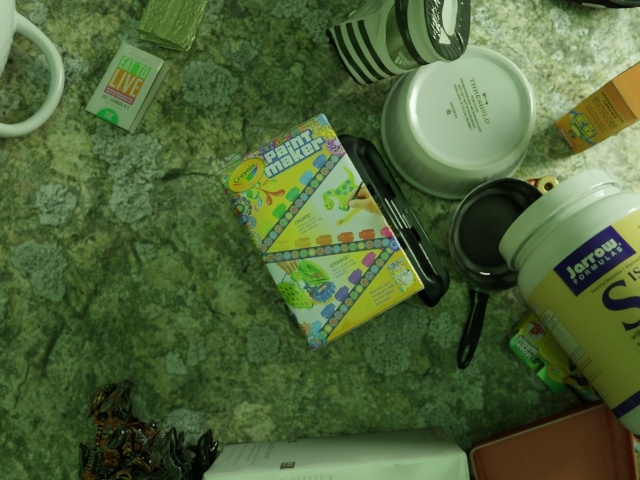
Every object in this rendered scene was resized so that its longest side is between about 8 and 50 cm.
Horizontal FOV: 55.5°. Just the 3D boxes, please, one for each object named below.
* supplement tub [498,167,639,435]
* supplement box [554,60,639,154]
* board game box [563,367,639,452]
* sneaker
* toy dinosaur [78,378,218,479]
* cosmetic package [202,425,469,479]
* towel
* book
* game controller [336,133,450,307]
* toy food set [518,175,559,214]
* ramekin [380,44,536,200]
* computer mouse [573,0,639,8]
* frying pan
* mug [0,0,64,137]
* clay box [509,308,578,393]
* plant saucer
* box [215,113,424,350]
[{"bbox_3d":[0.445,0.082,0.889,0.241,0.241,0.331,-31,63,-3],"label":"supplement tub"},{"bbox_3d":[0.475,-0.212,1.003,0.080,0.233,0.078,-32,85,0],"label":"supplement box"},{"bbox_3d":[0.513,0.245,1.019,0.141,0.048,0.170,-46,105,-6],"label":"board game box"},{"bbox_3d":[0.137,-0.446,1.065,0.257,0.169,0.448,-11,45,38],"label":"sneaker"},{"bbox_3d":[-0.290,0.388,0.994,0.218,0.164,0.322,-18,90,9],"label":"toy dinosaur"},{"bbox_3d":[0.027,0.398,0.948,0.384,0.217,0.156,-6,84,-2],"label":"cosmetic package"},{"bbox_3d":[-0.271,-0.429,1.136,0.110,0.027,0.148,20,85,3],"label":"towel"},{"bbox_3d":[-0.355,-0.281,1.120,0.096,0.035,0.144,26,86,7],"label":"book"},{"bbox_3d":[0.116,-0.036,1.019,0.067,0.166,0.319,-32,83,22],"label":"game controller"},{"bbox_3d":[0.389,-0.076,1.095,0.083,0.020,0.083,0,84,0],"label":"toy food set"},{"bbox_3d":[0.243,-0.211,1.058,0.272,0.127,0.273,0,83,1],"label":"ramekin"},{"bbox_3d":[0.500,-0.520,1.128,0.261,0.060,0.184,11,88,13],"label":"computer mouse"},{"bbox_3d":[0.315,0.051,1.065,0.197,0.053,0.327,-9,104,-11],"label":"frying pan"},{"bbox_3d":[-0.630,-0.322,1.029,0.374,0.276,0.328,27,75,-27],"label":"mug"},{"bbox_3d":[0.435,0.142,1.053,0.222,0.053,0.127,-44,87,-3],"label":"clay box"},{"bbox_3d":[0.378,0.384,0.987,0.258,0.048,0.259,-19,111,-2],"label":"plant saucer"},{"bbox_3d":[0.000,0.000,0.954,0.177,0.290,0.279,-29,83,-2],"label":"box"}]
